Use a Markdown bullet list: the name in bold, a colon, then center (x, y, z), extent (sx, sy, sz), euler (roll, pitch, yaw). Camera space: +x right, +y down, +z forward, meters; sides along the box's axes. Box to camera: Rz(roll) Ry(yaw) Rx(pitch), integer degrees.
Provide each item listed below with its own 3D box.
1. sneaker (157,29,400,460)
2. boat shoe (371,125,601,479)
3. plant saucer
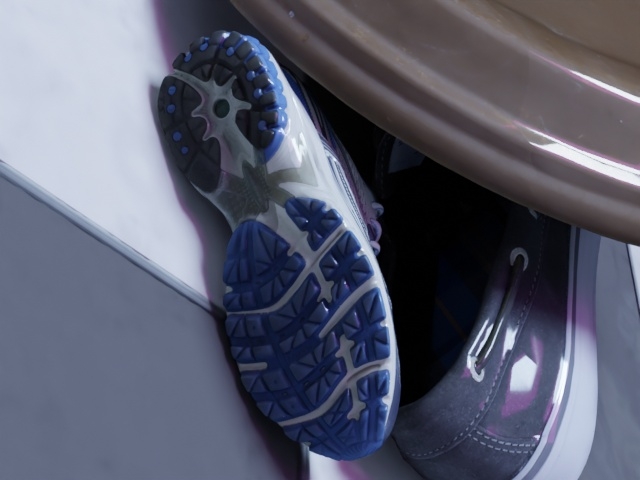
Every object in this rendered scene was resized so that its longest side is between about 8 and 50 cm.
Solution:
- **sneaker**: center (0.000, 0.000, 0.416), extent (0.058, 0.052, 0.135), euler (13, 55, -57)
- **boat shoe**: center (0.049, -0.014, 0.485), extent (0.076, 0.080, 0.228), euler (41, 43, -34)
- **plant saucer**: center (0.081, -0.097, 0.509), extent (0.277, 0.041, 0.278), euler (19, 34, -13)
